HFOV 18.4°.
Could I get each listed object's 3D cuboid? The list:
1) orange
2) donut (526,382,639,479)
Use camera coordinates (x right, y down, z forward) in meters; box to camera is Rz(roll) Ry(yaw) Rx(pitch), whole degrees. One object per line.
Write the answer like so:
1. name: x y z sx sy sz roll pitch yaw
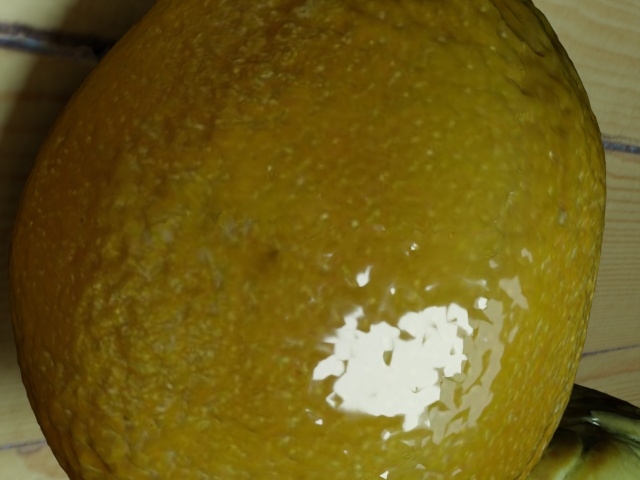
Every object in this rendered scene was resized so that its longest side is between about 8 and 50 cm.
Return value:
1. orange: 0.000 0.000 1.057 0.322 0.322 0.357 19 91 -68
2. donut: 0.081 0.181 1.424 0.360 0.360 0.170 -9 107 -63
